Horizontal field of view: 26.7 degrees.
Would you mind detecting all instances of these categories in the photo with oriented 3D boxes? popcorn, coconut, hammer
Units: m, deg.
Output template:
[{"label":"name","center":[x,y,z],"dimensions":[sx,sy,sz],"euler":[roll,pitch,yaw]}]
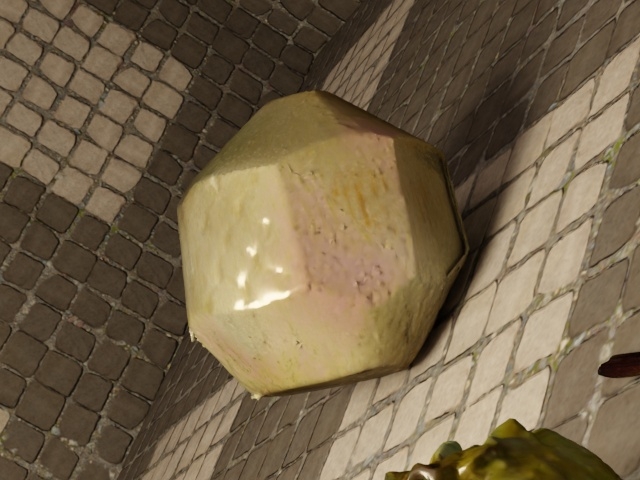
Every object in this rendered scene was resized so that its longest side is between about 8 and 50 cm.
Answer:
[{"label":"popcorn","center":[0.104,0.207,0.864],"dimensions":[0.198,0.212,0.198],"euler":[-49,-26,-33]},{"label":"coconut","center":[0.000,0.000,1.537],"dimensions":[0.353,0.352,0.353],"euler":[-55,12,18]},{"label":"hammer","center":[0.251,0.083,0.973],"dimensions":[0.065,0.021,0.178],"euler":[-62,9,-17]}]
